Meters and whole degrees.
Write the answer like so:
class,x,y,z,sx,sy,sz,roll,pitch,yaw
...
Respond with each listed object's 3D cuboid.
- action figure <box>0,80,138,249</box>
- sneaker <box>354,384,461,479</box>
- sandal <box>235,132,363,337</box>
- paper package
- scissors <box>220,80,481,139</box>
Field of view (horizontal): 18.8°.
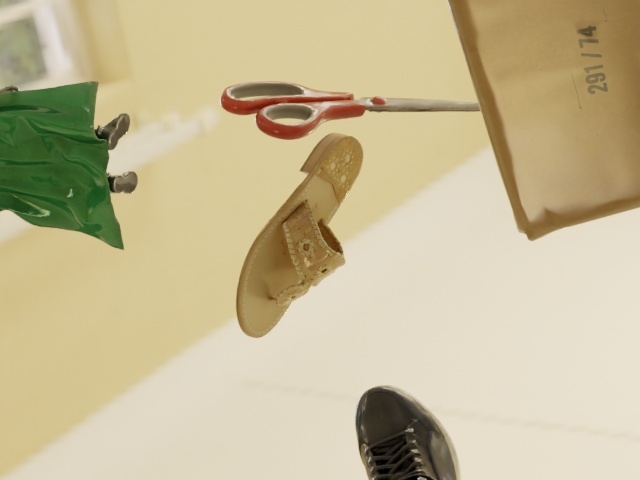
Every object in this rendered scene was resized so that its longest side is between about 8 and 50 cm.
class,x,y,z,sx,sy,sz,roll,pitch,yaw
action figure,-0.254,-0.072,1.493,0.232,0.137,0.063,7,-155,24
sneaker,0.070,0.206,1.689,0.086,0.163,0.226,-28,-119,9
sandal,-0.004,-0.003,2.019,0.079,0.088,0.240,14,-109,42
paper package,0.283,-0.201,1.721,0.309,0.325,0.168,-16,-171,16
scissors,0.039,-0.146,1.998,0.297,0.021,0.109,-10,-147,-32
